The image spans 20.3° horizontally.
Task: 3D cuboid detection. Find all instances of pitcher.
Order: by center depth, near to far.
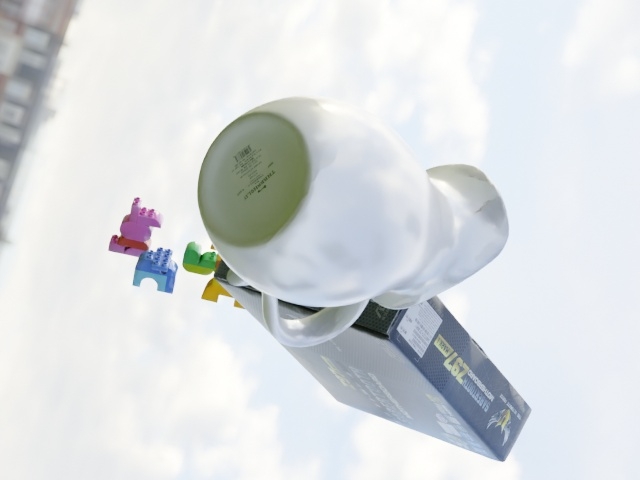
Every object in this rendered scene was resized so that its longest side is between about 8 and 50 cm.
[{"bbox_3d":[0.000,0.000,1.121,0.178,0.207,0.125,-43,-120,18],"label":"pitcher"}]

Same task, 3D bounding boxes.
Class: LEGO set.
[{"bbox_3d":[-0.127,0.010,2.008,0.087,0.227,0.093,-79,-178,-58],"label":"LEGO set"}]

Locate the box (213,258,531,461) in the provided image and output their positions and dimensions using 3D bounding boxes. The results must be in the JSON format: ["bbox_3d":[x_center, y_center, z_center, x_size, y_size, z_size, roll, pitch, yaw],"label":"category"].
[{"bbox_3d":[0.044,0.084,1.441,0.183,0.233,0.059,18,-111,38],"label":"box"}]
